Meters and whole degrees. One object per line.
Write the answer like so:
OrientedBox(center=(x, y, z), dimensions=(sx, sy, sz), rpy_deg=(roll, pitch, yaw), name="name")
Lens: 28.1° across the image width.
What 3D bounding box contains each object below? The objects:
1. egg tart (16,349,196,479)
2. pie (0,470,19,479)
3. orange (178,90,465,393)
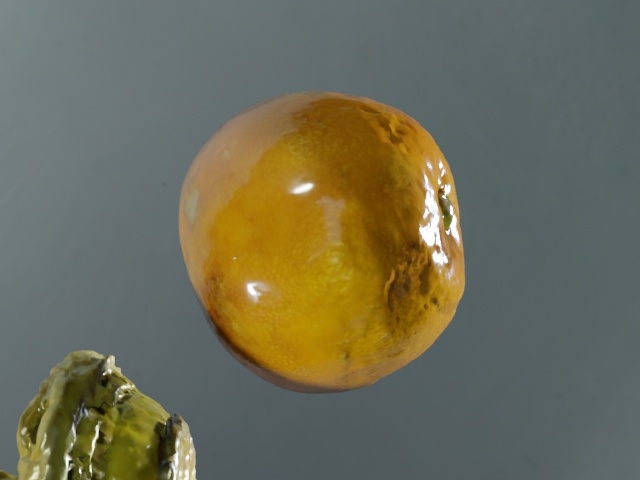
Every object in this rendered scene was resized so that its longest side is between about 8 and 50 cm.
OrientedBox(center=(-0.166, 0.234, 1.070), dimensions=(0.123, 0.294, 0.294), rpy_deg=(-2, 115, 4), name="egg tart")
OrientedBox(center=(-0.349, 0.307, 1.367), dimensions=(0.355, 0.288, 0.103), rpy_deg=(95, 13, -67), name="pie")
OrientedBox(center=(0.000, 0.000, 1.082), dimensions=(0.261, 0.261, 0.261), rpy_deg=(-15, 117, -32), name="orange")
